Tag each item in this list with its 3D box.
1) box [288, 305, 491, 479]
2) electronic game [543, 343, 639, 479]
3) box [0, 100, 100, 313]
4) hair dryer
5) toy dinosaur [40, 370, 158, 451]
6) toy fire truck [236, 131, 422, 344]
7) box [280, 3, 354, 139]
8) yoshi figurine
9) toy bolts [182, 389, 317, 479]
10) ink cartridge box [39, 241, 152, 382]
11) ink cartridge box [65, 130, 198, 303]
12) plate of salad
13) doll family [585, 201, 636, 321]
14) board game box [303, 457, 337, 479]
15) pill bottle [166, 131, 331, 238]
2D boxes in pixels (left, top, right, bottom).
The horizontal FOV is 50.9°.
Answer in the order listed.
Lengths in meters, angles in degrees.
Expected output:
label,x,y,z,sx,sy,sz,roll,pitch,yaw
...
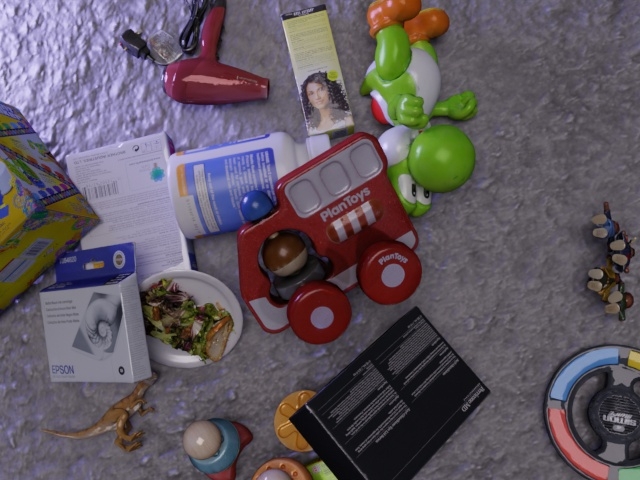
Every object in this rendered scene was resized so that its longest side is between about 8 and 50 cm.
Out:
label,x,y,z,sx,sy,sz,roll,pitch,yaw
box,0.111,0.258,1.055,0.261,0.103,0.184,-35,78,-31
electronic game,0.481,0.283,1.089,0.229,0.048,0.229,-4,74,13
box,-0.589,-0.051,1.124,0.290,0.177,0.279,-42,76,8
hair dryer,-0.206,-0.349,1.215,0.223,0.080,0.293,-45,83,-3
toy dinosaur,-0.356,0.312,1.161,0.211,0.064,0.112,-36,64,-10
toy fire truck,0.000,0.000,1.067,0.302,0.169,0.254,-30,110,-1
box,-0.004,-0.298,1.207,0.087,0.058,0.232,-15,82,2
yoshi figurine,0.180,-0.224,1.122,0.203,0.203,0.362,-2,86,-3
toy bolts,-0.101,0.320,1.064,0.228,0.158,0.218,11,68,17
ink cartridge box,-0.383,0.124,1.121,0.223,0.045,0.224,-9,88,34
ink cartridge box,-0.328,-0.020,1.191,0.186,0.065,0.311,-13,81,2
plate of salad,-0.231,0.140,1.130,0.200,0.048,0.200,-2,118,-3
doll family,0.484,0.034,1.114,0.076,0.111,0.193,11,96,38
board game box,0.016,0.458,1.119,0.092,0.043,0.181,-25,82,1
pill bottle,-0.109,-0.099,1.142,0.272,0.152,0.152,-10,82,2
